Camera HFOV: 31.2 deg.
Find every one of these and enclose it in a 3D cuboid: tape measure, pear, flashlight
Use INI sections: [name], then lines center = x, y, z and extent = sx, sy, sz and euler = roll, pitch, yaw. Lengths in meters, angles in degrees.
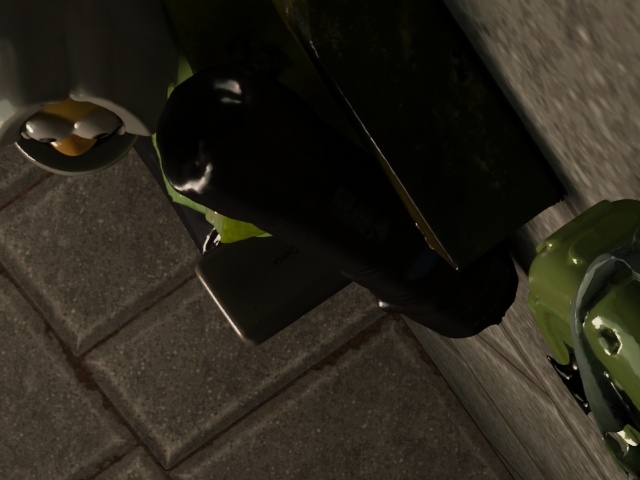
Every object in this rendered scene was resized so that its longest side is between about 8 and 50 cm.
[tape measure]
center = 0.159, 0.055, 0.527
extent = 0.177, 0.087, 0.154
euler = 58, 178, -23
[pear]
center = -0.048, -0.141, 0.938
extent = 0.282, 0.176, 0.286
euler = 35, 144, 65
[flashlight]
center = 0.034, -0.016, 0.824
extent = 0.103, 0.103, 0.424
euler = 54, -167, 30

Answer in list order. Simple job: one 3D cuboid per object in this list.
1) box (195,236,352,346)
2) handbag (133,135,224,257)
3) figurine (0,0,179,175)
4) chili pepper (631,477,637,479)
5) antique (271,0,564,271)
[box]
center = 0.000, 0.000, 1.145
extent = 0.103, 0.244, 0.055
euler = 54, 175, 15
[handbag]
center = -0.097, -0.109, 1.421
extent = 0.275, 0.178, 0.302
euler = 2, -136, -52
[figurine]
center = -0.197, -0.122, 0.847
extent = 0.236, 0.176, 0.133
euler = 159, 102, -76
[chili pepper]
center = 0.308, 0.248, 1.009
extent = 0.153, 0.041, 0.050
euler = 55, -140, -24
[antique]
center = 0.049, -0.095, 0.698
extent = 0.221, 0.080, 0.081
euler = 54, 180, -10
